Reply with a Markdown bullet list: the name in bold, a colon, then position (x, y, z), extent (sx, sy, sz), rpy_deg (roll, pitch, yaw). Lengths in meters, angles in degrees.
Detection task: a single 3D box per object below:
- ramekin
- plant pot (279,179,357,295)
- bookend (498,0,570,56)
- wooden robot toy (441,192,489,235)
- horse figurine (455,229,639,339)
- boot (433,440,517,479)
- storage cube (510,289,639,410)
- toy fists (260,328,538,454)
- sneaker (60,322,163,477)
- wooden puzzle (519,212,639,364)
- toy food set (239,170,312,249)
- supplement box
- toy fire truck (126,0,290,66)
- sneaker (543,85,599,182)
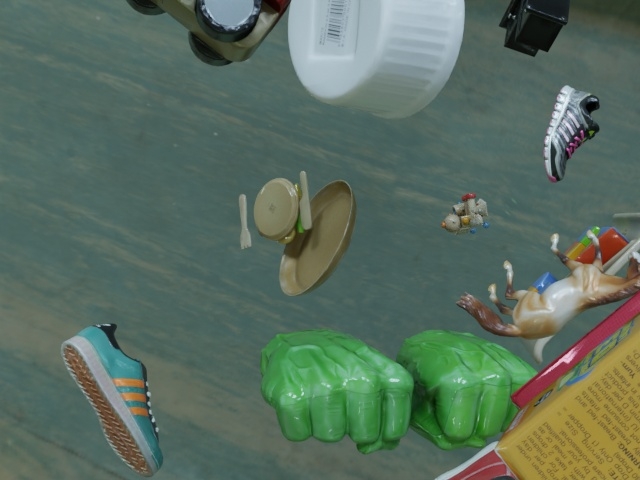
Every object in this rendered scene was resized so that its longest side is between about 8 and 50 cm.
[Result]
- **ramekin**: position (0.070, -0.322, 1.258), extent (0.277, 0.135, 0.277), rpy_deg (6, 98, 53)
- **plant pot**: position (0.000, 0.000, 1.576), extent (0.032, 0.236, 0.236), rpy_deg (28, 98, -23)
- **bookend**: position (0.358, -0.370, 1.440), extent (0.072, 0.157, 0.156), rpy_deg (19, 53, -2)
- **wooden robot toy**: position (0.271, -0.046, 1.669), extent (0.079, 0.173, 0.076), rpy_deg (-14, 85, -8)
- **horse figurine**: position (0.335, 0.073, 1.228), extent (0.263, 0.174, 0.066), rpy_deg (-29, 125, 9)
- **boot**: position (0.234, 0.454, 1.414), extent (0.088, 0.176, 0.244), rpy_deg (44, 108, -1)
- **storage cube**: position (0.299, 0.153, 0.698), extent (0.193, 0.215, 0.184), rpy_deg (-41, 61, 5)
- **toy fists**: position (0.080, 0.144, 0.814), extent (0.279, 0.142, 0.096), rpy_deg (4, 94, -19)
- **sneaker**: position (-0.362, 0.294, 1.597), extent (0.108, 0.121, 0.302), rpy_deg (-21, 99, 45)
- **wooden puzzle**: position (0.513, 0.076, 1.726), extent (0.080, 0.322, 0.348), rpy_deg (39, 96, 5)
- **toy food set**: position (-0.081, -0.056, 1.656), extent (0.192, 0.038, 0.133), rpy_deg (-15, 74, 40)
- **supplement box**: position (0.219, 0.080, 0.522), extent (0.080, 0.078, 0.233), rpy_deg (46, 113, 12)
- **toy fire truck**: position (-0.095, -0.317, 0.800), extent (0.217, 0.158, 0.246), rpy_deg (37, 81, -8)
- **sneaker**: position (0.412, -0.173, 1.379), extent (0.074, 0.063, 0.171), rpy_deg (10, 72, 26)
